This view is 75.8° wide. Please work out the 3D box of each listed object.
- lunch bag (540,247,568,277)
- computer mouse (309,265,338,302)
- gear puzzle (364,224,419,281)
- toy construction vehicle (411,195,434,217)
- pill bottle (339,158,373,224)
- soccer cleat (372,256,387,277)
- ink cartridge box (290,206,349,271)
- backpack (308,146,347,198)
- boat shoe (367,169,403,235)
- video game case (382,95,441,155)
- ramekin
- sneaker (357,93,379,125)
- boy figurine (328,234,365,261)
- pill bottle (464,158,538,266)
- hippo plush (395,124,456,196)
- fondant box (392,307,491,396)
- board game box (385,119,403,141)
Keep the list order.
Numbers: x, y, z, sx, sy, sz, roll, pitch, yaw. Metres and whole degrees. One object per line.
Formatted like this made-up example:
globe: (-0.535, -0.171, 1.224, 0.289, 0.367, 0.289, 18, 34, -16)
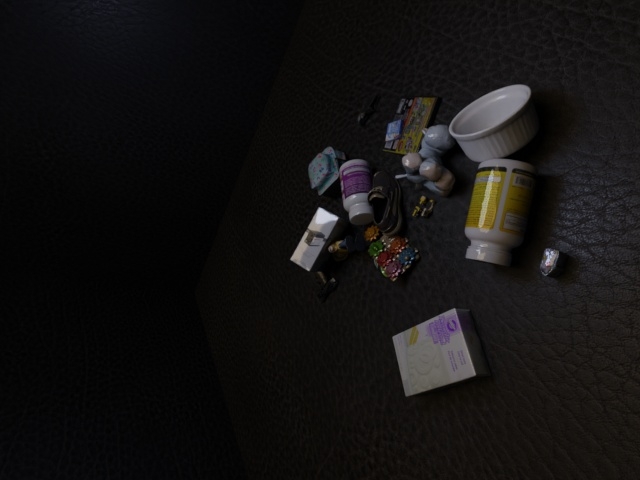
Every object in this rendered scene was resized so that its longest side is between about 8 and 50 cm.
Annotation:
lunch bag: (0.710, 0.072, 1.250, 0.053, 0.071, 0.083, 22, 96, 52)
computer mouse: (-0.007, 0.187, 2.277, 0.188, 0.072, 0.272, -52, 41, 34)
gear puzzle: (0.296, 0.023, 1.853, 0.175, 0.044, 0.339, -45, 40, 9)
toy construction vehicle: (0.442, -0.136, 1.756, 0.098, 0.035, 0.086, -67, 24, 12)
pill bottle: (0.188, -0.236, 2.035, 0.169, 0.169, 0.301, -35, 51, 46)
soccer cleat: (0.278, 0.113, 1.898, 0.179, 0.060, 0.072, -107, 31, -43)
ink cartridge box: (0.000, 0.000, 2.123, 0.129, 0.223, 0.307, 31, 95, 17)
backpack: (0.046, -0.390, 2.294, 0.225, 0.191, 0.253, -42, 42, 43)
boat shoe: (0.290, -0.192, 1.876, 0.132, 0.130, 0.355, -31, 48, 32)
video game case: (0.419, -0.533, 1.912, 0.248, 0.035, 0.274, 31, 105, 56)
ramekin: (0.600, -0.393, 1.410, 0.277, 0.135, 0.277, -31, 26, 17)
sneaker: (0.254, -0.693, 2.191, 0.089, 0.051, 0.170, 31, 102, 60)
boy figurine: (0.117, 0.040, 2.059, 0.285, 0.177, 0.092, 142, 121, -67)
pill bottle: (0.591, -0.088, 1.370, 0.188, 0.188, 0.333, 13, 90, 57)
hippo plush: (0.472, -0.330, 1.666, 0.236, 0.234, 0.294, -58, -8, -1)
fondant box: (0.433, 0.422, 1.526, 0.330, 0.096, 0.238, -39, 49, 42)
board game box: (0.352, -0.521, 1.955, 0.090, 0.020, 0.090, 1, 80, 57)
